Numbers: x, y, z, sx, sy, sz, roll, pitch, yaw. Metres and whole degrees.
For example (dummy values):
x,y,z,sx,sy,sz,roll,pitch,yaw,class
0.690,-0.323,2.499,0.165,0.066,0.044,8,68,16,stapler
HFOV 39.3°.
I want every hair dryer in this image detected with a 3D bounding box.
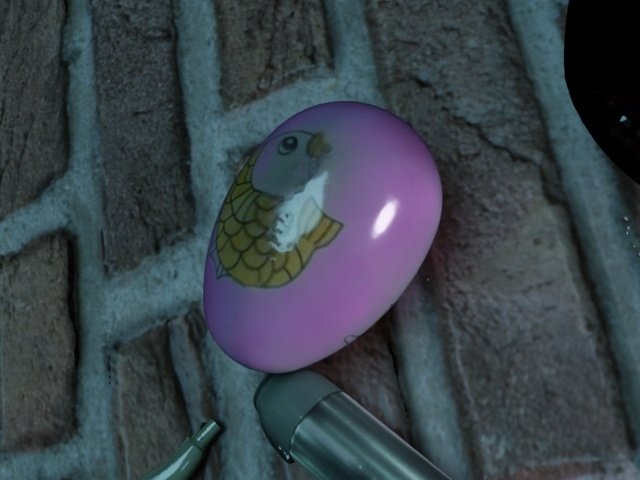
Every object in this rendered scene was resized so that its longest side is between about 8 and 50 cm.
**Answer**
x,y,z,sx,sy,sz,roll,pitch,yaw,class
-0.174,0.319,0.904,0.225,0.088,0.218,-26,58,8,hair dryer

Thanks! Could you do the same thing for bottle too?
x,y,z,sx,sy,sz,roll,pitch,yaw,class
0.039,0.209,0.813,0.254,0.080,0.096,34,117,33,bottle

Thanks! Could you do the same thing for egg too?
x,y,z,sx,sy,sz,roll,pitch,yaw,class
0.000,0.000,0.840,0.196,0.196,0.271,22,92,34,egg

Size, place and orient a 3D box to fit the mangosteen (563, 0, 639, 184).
x,y,z,sx,sy,sz,roll,pitch,yaw,class
0.328,-0.165,0.635,0.297,0.297,0.313,35,104,35,mangosteen
